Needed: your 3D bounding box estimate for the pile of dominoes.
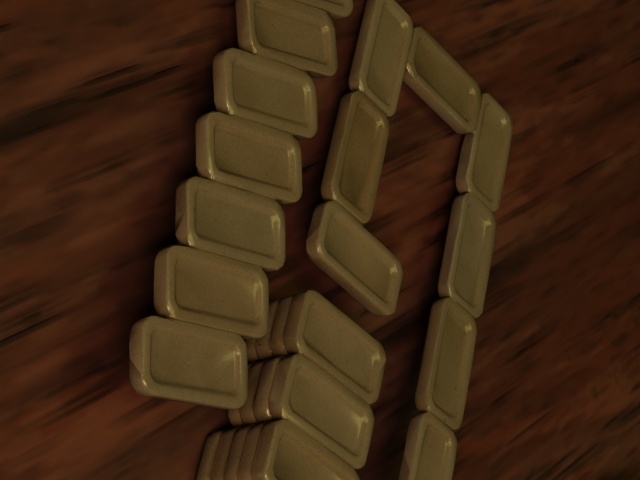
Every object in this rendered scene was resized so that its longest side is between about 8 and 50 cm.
[{"bbox_3d":[0.000,0.000,0.723,0.196,0.040,0.251,40,50,-38],"label":"pile of dominoes"}]
